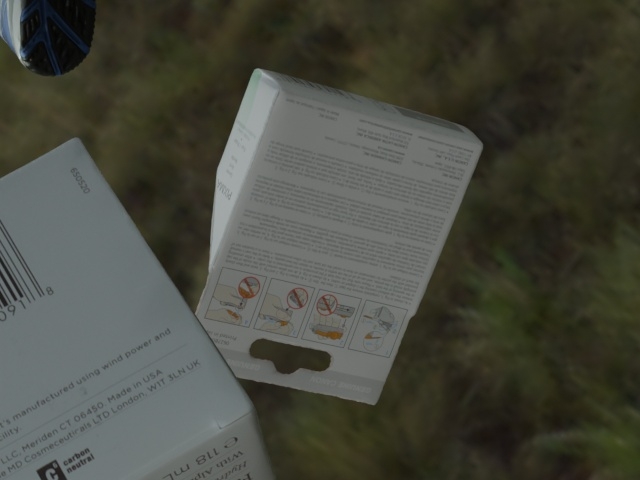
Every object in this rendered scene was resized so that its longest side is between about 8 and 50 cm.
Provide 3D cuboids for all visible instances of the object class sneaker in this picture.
[{"bbox_3d":[-0.205,-0.231,1.470,0.081,0.080,0.211,27,108,53],"label":"sneaker"}]

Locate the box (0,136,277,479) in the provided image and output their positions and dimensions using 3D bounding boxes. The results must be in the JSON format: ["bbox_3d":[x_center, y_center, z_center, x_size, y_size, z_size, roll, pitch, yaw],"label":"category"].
[{"bbox_3d":[-0.139,0.083,0.929,0.181,0.119,0.182,-30,59,-9],"label":"box"}]

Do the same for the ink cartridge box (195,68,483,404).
[{"bbox_3d":[0.000,0.000,1.497,0.224,0.181,0.056,-68,28,16],"label":"ink cartridge box"}]
